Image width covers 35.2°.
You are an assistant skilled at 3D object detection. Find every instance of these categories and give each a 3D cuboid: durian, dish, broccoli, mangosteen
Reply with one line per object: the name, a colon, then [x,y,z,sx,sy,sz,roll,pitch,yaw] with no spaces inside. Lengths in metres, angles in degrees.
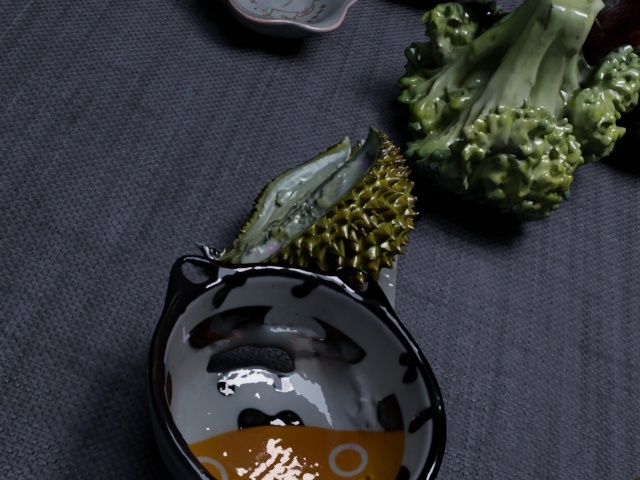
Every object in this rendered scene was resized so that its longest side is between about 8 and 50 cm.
durian: [0.000,0.000,1.070,0.138,0.237,0.193,59,10,-28]
dish: [-0.062,-0.339,1.388,0.229,0.081,0.229,12,49,-14]
broccoli: [0.239,-0.199,1.258,0.293,0.281,0.348,41,44,12]
mangosteen: [0.501,-0.263,1.448,0.288,0.288,0.288,14,46,-14]
dish: [-0.035,0.157,0.911,0.303,0.120,0.303,14,46,-14]

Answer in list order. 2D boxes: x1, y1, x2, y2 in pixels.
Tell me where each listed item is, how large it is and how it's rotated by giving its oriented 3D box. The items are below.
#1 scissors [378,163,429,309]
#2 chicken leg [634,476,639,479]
scissors: [0.077,0.011,1.174,0.109,0.022,0.300,13,47,-10]
chicken leg: [0.352,0.313,1.003,0.093,0.070,0.178,-7,36,0]
